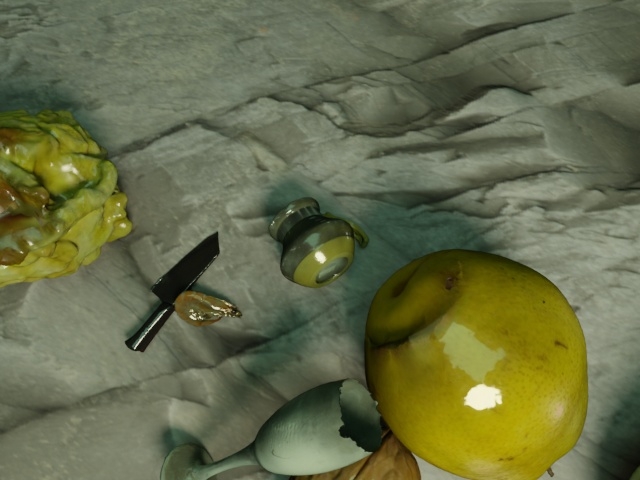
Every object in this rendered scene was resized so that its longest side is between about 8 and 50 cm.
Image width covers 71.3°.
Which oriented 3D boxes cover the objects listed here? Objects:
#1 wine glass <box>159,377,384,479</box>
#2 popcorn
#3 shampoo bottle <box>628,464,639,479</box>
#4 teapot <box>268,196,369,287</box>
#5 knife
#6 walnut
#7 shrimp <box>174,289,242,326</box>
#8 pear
[{"bbox_3d":[-0.104,0.193,0.591,0.309,0.096,0.264,-32,74,26],"label":"wine glass"},{"bbox_3d":[-0.427,-0.067,0.658,0.292,0.237,0.293,0,80,2],"label":"popcorn"},{"bbox_3d":[0.550,0.394,0.507,0.322,0.317,0.323,-1,76,2],"label":"shampoo bottle"},{"bbox_3d":[0.000,0.000,0.712,0.165,0.130,0.119,-15,57,-37],"label":"teapot"},{"bbox_3d":[-0.241,0.076,0.735,0.060,0.028,0.230,33,76,20],"label":"knife"},{"bbox_3d":[0.039,0.342,0.598,0.167,0.167,0.207,38,80,8],"label":"walnut"},{"bbox_3d":[-0.182,0.116,0.721,0.108,0.023,0.059,22,102,-10],"label":"shrimp"},{"bbox_3d":[0.215,0.167,0.586,0.336,0.285,0.285,26,77,0],"label":"pear"}]
